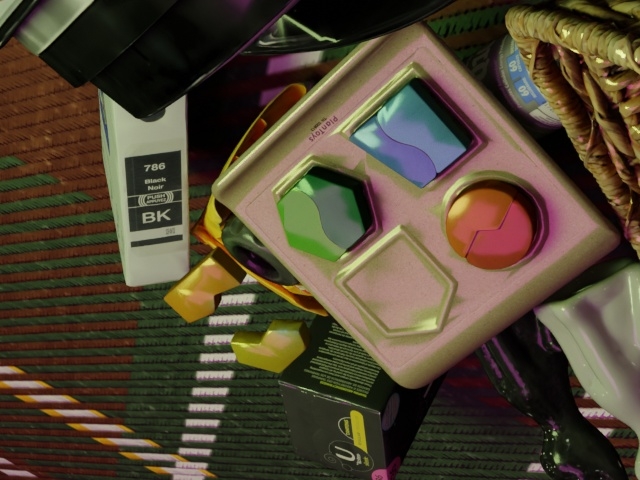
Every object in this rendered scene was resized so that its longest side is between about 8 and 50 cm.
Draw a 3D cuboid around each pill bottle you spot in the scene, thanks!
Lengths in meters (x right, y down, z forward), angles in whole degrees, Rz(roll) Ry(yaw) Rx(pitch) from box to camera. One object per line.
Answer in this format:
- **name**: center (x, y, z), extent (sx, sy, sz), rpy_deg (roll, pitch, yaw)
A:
- **pill bottle**: center (0.133, -0.104, 0.925), extent (0.078, 0.078, 0.137), rpy_deg (43, 142, -15)

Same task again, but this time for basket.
- **basket**: center (0.266, -0.023, 0.759), extent (0.223, 0.213, 0.299), rpy_deg (-22, 122, 23)

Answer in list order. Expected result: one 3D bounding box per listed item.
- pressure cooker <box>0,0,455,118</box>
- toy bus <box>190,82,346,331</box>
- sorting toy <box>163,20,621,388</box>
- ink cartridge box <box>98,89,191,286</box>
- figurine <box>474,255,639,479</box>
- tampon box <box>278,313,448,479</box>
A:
- **pressure cooker**: center (-0.071, -0.271, 0.633), extent (0.420, 0.370, 0.375), rpy_deg (42, 104, -17)
- **toy bus**: center (0.000, 0.000, 1.106), extent (0.220, 0.149, 0.211), rpy_deg (35, 158, -9)
- **sorting toy**: center (0.031, 0.011, 0.938), extent (0.229, 0.041, 0.307), rpy_deg (44, 120, -9)
- **ink cartridge box**: center (-0.147, -0.125, 1.035), extent (0.065, 0.165, 0.333), rpy_deg (-8, 145, -10)
- **figurine**: center (0.223, 0.125, 1.030), extent (0.209, 0.092, 0.215), rpy_deg (63, 157, -7)
- **tampon box**: center (0.047, 0.119, 1.182), extent (0.101, 0.161, 0.120), rpy_deg (15, 142, 22)
